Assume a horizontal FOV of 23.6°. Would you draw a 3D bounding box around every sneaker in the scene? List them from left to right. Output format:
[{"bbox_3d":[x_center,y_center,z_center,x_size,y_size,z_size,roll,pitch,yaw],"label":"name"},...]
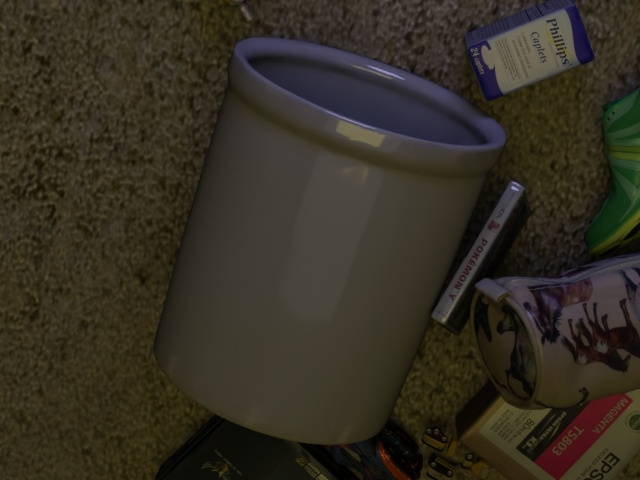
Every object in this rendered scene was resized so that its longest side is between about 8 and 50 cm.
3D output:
[{"bbox_3d":[0.034,0.248,1.985,0.087,0.083,0.221,-30,111,32],"label":"sneaker"},{"bbox_3d":[0.394,-0.116,1.867,0.123,0.109,0.295,35,114,25],"label":"sneaker"}]

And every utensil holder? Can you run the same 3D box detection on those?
[{"bbox_3d":[0.000,0.000,1.797,0.327,0.327,0.385,18,108,-2],"label":"utensil holder"}]

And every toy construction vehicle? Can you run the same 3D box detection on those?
[{"bbox_3d":[0.177,0.284,2.003,0.098,0.035,0.086,26,137,12],"label":"toy construction vehicle"}]

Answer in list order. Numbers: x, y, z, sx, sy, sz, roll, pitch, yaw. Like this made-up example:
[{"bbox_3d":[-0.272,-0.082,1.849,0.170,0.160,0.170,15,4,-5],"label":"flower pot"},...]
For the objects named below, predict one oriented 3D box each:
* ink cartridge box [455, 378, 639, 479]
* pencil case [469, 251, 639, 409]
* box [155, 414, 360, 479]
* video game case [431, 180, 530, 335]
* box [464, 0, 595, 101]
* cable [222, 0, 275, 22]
[{"bbox_3d":[0.319,0.215,1.962,0.193,0.088,0.235,38,103,-7],"label":"ink cartridge box"},{"bbox_3d":[0.381,0.079,1.817,0.410,0.160,0.183,-13,106,-16],"label":"pencil case"},{"bbox_3d":[-0.075,0.329,2.034,0.232,0.059,0.183,44,105,-9],"label":"box"},{"bbox_3d":[0.196,0.026,1.835,0.023,0.201,0.183,30,89,13],"label":"video game case"},{"bbox_3d":[0.246,-0.229,1.816,0.137,0.126,0.072,-21,103,10],"label":"box"},{"bbox_3d":[-0.142,-0.400,1.818,0.287,0.072,0.139,41,99,-8],"label":"cable"}]
